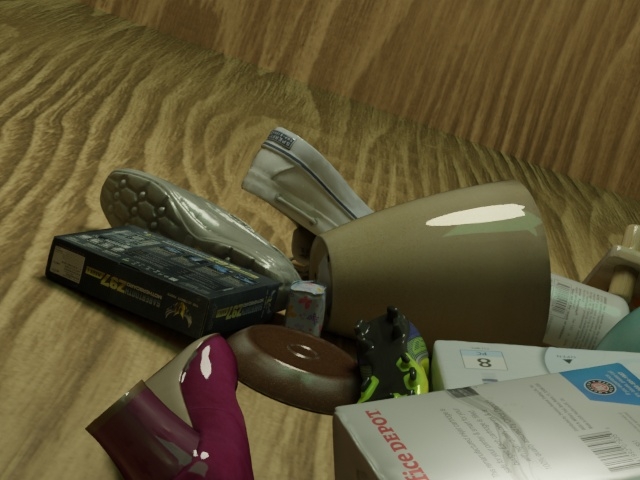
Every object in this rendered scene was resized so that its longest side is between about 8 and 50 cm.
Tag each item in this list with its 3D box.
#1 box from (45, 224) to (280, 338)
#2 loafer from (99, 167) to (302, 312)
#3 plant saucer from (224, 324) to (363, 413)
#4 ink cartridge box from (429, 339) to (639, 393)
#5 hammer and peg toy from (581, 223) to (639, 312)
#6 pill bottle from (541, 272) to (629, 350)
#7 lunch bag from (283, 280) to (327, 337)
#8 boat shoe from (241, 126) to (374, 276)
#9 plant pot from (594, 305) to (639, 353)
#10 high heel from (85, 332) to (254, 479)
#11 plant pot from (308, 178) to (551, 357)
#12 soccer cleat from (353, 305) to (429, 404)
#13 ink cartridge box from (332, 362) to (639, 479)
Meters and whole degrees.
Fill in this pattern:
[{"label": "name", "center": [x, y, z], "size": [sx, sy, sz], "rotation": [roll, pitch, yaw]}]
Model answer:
[{"label": "box", "center": [-0.193, 0.048, 1.866], "size": [0.233, 0.059, 0.183], "rotation": [21, 14, 22]}, {"label": "loafer", "center": [-0.162, 0.002, 2.025], "size": [0.319, 0.112, 0.111], "rotation": [35, 14, 23]}, {"label": "plant saucer", "center": [-0.026, 0.146, 1.800], "size": [0.199, 0.036, 0.198], "rotation": [18, 14, -5]}, {"label": "ink cartridge box", "center": [0.288, 0.231, 1.621], "size": [0.308, 0.091, 0.385], "rotation": [5, 20, -5]}, {"label": "hammer and peg toy", "center": [0.583, 0.121, 2.337], "size": [0.361, 0.127, 0.266], "rotation": [20, -22, 0]}, {"label": "pill bottle", "center": [0.381, 0.131, 2.195], "size": [0.229, 0.131, 0.131], "rotation": [19, 14, -1]}, {"label": "lunch bag", "center": [-0.019, 0.091, 1.930], "size": [0.053, 0.071, 0.083], "rotation": [9, 10, 8]}, {"label": "boat shoe", "center": [0.005, 0.002, 2.191], "size": [0.136, 0.156, 0.367], "rotation": [28, -13, 45]}, {"label": "plant pot", "center": [0.502, 0.174, 1.981], "size": [0.293, 0.196, 0.293], "rotation": [17, 24, -8]}, {"label": "high heel", "center": [-0.109, 0.202, 1.435], "size": [0.181, 0.127, 0.377], "rotation": [50, 13, 1]}, {"label": "plant pot", "center": [0.132, 0.049, 2.014], "size": [0.274, 0.256, 0.256], "rotation": [-2, 21, -16]}, {"label": "soccer cleat", "center": [0.092, 0.184, 1.710], "size": [0.121, 0.093, 0.289], "rotation": [61, 13, -24]}, {"label": "ink cartridge box", "center": [0.187, 0.232, 1.394], "size": [0.308, 0.129, 0.223], "rotation": [-7, 22, -15]}]
